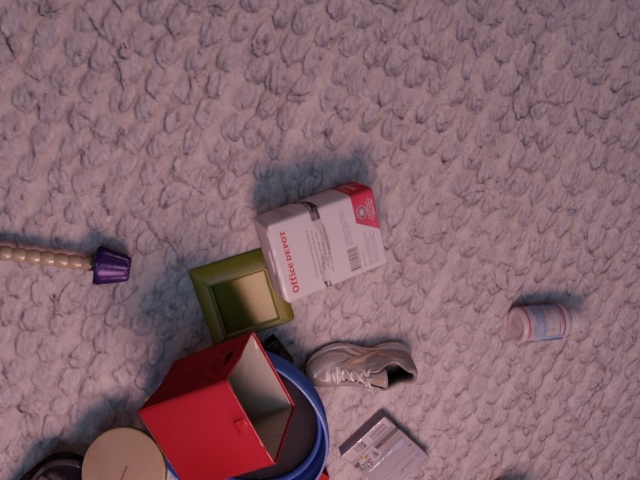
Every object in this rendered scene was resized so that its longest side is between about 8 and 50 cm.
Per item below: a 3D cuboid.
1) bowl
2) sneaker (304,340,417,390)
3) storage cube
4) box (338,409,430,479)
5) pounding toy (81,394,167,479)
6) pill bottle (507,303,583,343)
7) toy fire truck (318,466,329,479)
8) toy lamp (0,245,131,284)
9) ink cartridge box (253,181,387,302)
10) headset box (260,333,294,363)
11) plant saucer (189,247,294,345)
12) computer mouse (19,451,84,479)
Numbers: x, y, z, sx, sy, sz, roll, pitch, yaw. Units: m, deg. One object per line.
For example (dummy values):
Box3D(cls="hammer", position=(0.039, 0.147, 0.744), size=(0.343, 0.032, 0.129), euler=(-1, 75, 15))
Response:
Box3D(cls="bowl", position=(-0.172, 0.400, 1.378), size=(0.390, 0.077, 0.392), euler=(3, 110, 8))
Box3D(cls="sneaker", position=(0.095, 0.292, 1.447), size=(0.262, 0.121, 0.099), euler=(-7, 108, -11))
Box3D(cls="storage cube", position=(-0.187, 0.320, 1.212), size=(0.193, 0.184, 0.215), euler=(-21, 105, 16))
Box3D(cls="box", position=(0.158, 0.524, 1.580), size=(0.145, 0.038, 0.186), euler=(-44, 110, 4))
Box3D(cls="pounding toy", position=(-0.375, 0.459, 1.354), size=(0.237, 0.110, 0.183), euler=(-42, 80, 2))
Box3D(cls="pill bottle", position=(0.540, 0.197, 1.540), size=(0.160, 0.087, 0.087), euler=(-3, 108, -13))
Box3D(cls="toy fire truck", position=(-0.089, 0.582, 1.535), size=(0.192, 0.047, 0.135), euler=(21, 101, -18))
Box3D(cls="toy lamp", position=(-0.511, 0.040, 1.247), size=(0.274, 0.080, 0.080), euler=(7, 106, -14))
Box3D(cls="ink cartridge box", position=(0.000, 0.000, 1.320), size=(0.237, 0.100, 0.172), euler=(-21, 111, -19))
Box3D(cls="headset box", position=(-0.104, 0.262, 1.437), size=(0.062, 0.032, 0.083), euler=(-35, 110, 0))
Box3D(cls="plant saucer", position=(-0.163, 0.127, 1.373), size=(0.188, 0.045, 0.189), euler=(-17, 111, -7))
Box3D(cls="computer mouse", position=(-0.599, 0.534, 1.393), size=(0.272, 0.072, 0.188), euler=(-37, 114, 13))
